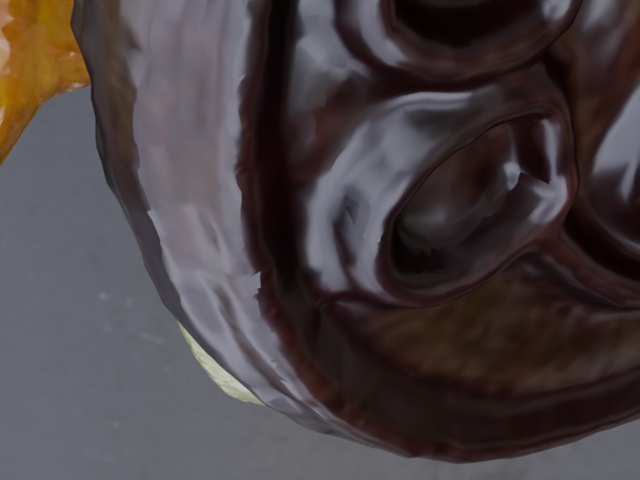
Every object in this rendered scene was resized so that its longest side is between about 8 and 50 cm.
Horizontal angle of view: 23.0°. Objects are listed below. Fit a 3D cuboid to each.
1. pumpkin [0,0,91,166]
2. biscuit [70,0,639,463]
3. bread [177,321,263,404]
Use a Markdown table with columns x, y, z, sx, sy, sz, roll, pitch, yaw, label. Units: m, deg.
| x | y | z | sx | sy | sz | roll | pitch | yaw | label |
| --- | --- | --- | --- | --- | --- | --- | --- | --- | --- |
| -0.161 | -0.144 | 0.784 | 0.095 | 0.290 | 0.258 | 12 | 131 | 56 | pumpkin |
| 0.116 | -0.095 | 0.496 | 0.091 | 0.407 | 0.407 | 45 | 170 | 38 | biscuit |
| 0.011 | -0.003 | 1.346 | 0.237 | 0.320 | 0.320 | -16 | 140 | 18 | bread |
